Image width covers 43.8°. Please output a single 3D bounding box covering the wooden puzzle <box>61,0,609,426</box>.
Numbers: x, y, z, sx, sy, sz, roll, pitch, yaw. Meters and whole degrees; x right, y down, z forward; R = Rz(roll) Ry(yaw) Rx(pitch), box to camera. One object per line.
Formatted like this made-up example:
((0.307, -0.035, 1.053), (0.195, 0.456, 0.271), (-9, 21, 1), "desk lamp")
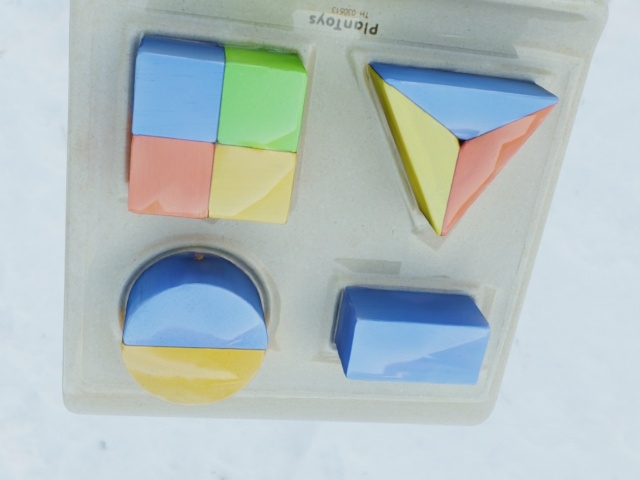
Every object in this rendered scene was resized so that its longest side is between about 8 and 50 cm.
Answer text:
((0.000, 0.000, 0.513), (0.322, 0.080, 0.348), (4, 118, -11), "wooden puzzle")
